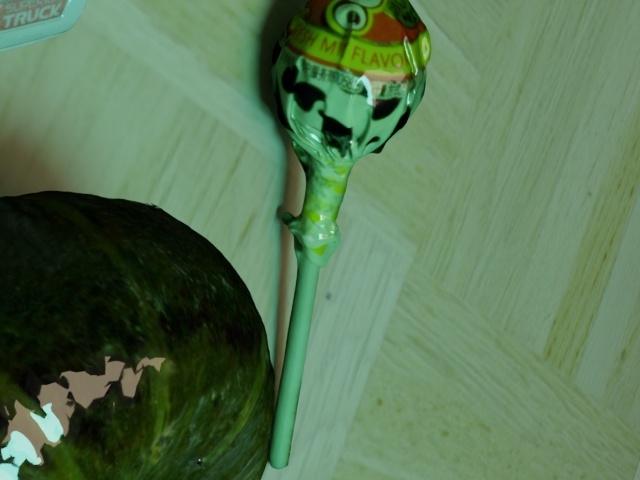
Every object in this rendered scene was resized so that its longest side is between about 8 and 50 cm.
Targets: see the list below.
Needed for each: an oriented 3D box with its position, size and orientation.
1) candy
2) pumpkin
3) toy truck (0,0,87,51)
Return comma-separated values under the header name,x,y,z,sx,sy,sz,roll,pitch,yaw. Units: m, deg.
name,x,y,z,sx,sy,sz,roll,pitch,yaw
candy,0.000,0.000,0.746,0.091,0.083,0.305,-49,152,-61
pumpkin,-0.120,0.082,0.501,0.224,0.157,0.223,-31,141,-29
toy truck,-0.119,-0.147,0.439,0.080,0.115,0.177,-29,128,-49
